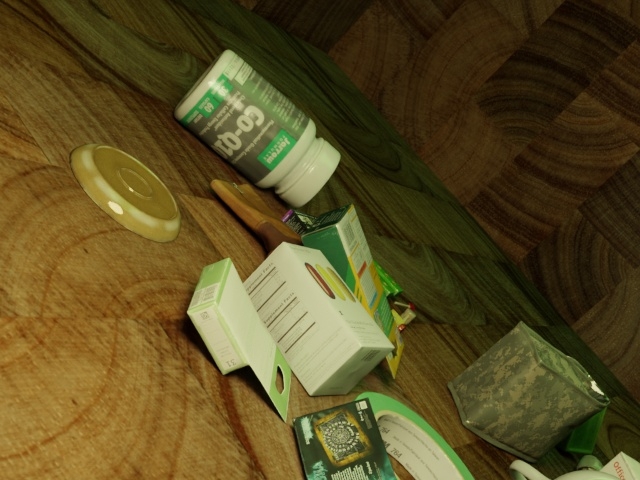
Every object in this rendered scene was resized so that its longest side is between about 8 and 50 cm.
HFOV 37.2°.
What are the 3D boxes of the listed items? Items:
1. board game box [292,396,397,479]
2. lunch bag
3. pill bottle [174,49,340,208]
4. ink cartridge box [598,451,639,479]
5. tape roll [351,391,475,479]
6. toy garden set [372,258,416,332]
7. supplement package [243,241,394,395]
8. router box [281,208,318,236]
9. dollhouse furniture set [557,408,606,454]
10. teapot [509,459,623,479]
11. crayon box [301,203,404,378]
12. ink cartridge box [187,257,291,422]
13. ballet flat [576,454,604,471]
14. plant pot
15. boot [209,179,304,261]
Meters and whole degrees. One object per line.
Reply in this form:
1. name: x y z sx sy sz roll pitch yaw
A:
1. board game box: 0.034 0.318 1.411 0.186 0.126 0.026 -109 -175 -56
2. lunch bag: 0.473 0.355 2.127 0.287 0.235 0.169 36 20 -27
3. pill bottle: -0.141 -0.251 2.196 0.361 0.204 0.204 39 18 -15
4. ink cartridge box: 0.589 0.563 1.932 0.092 0.218 0.159 38 18 -20
5. tape roll: 0.147 0.395 1.555 0.321 0.077 0.321 40 17 -15
6. toy garden set: 0.138 0.135 2.204 0.204 0.049 0.244 47 16 15
7. supplement package: -0.010 0.139 1.692 0.244 0.134 0.139 52 18 24
8. router box: 0.000 0.000 2.199 0.133 0.046 0.179 52 18 26
9. dollhouse furniture set: 0.550 0.425 2.442 0.301 0.151 0.197 13 10 -29
10. teapot: 0.486 0.549 1.787 0.252 0.256 0.187 5 -14 -10
11. crayon box: 0.069 0.106 1.897 0.203 0.083 0.323 -51 122 -73
12. ink cartridge box: -0.124 0.164 1.518 0.171 0.056 0.235 -86 152 -68
13. ballet flat: 0.721 0.632 2.370 0.213 0.072 0.068 48 44 13
14. plant pot: -0.333 -0.092 1.672 0.236 0.032 0.236 41 17 -15
15. boot: -0.118 -0.032 1.922 0.280 0.096 0.264 47 19 15
